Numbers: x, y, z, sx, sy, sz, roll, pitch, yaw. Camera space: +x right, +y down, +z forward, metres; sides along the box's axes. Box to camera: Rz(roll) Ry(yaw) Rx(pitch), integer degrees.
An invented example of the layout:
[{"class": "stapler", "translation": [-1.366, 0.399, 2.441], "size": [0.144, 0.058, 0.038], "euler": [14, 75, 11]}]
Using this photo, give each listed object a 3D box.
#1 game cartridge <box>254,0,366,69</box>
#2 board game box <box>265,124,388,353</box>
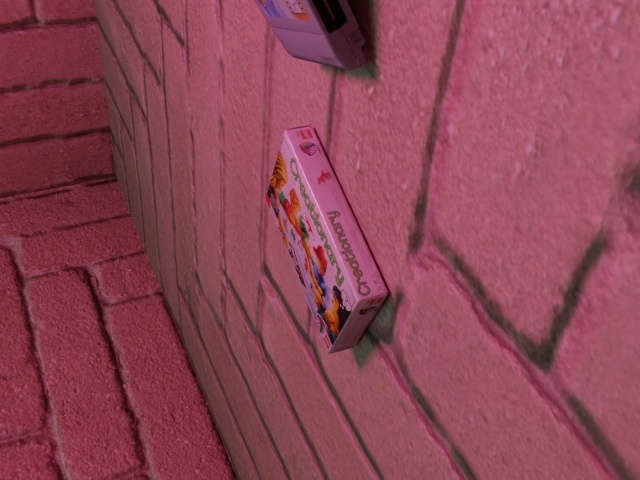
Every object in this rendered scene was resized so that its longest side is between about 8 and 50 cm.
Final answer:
[{"class": "game cartridge", "translation": [-0.057, -0.356, 0.948], "size": [0.198, 0.062, 0.297], "euler": [28, 154, 58]}, {"class": "board game box", "translation": [0.000, 0.000, 1.170], "size": [0.193, 0.053, 0.305], "euler": [113, 139, -56]}]
